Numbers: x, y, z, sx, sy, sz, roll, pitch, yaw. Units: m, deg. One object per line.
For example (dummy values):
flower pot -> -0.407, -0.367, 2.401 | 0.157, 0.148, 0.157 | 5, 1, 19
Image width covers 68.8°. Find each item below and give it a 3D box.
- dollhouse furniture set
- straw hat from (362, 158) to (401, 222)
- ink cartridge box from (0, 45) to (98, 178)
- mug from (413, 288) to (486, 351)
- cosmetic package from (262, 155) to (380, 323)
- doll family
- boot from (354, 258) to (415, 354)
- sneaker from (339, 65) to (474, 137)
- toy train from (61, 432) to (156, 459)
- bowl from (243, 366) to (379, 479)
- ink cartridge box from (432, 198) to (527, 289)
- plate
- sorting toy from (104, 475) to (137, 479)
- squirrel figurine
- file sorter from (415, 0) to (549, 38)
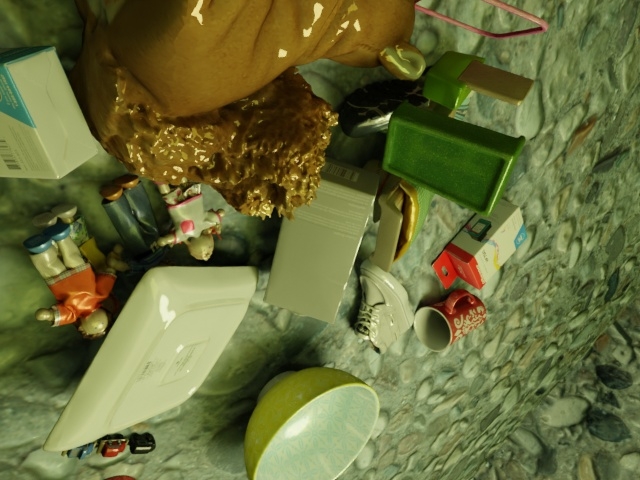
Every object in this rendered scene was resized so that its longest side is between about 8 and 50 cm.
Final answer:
dollhouse furniture set -> 0.190, -0.083, 0.686 | 0.197, 0.151, 0.302 | -50, 156, -35
straw hat -> 0.097, -0.108, 0.819 | 0.061, 0.144, 0.145 | 24, 102, -6
ink cartridge box -> -0.319, -0.118, 0.438 | 0.062, 0.181, 0.104 | -67, 156, -51
mug -> 0.341, 0.190, 1.162 | 0.169, 0.113, 0.150 | -13, 159, -38
cosmetic package -> 0.000, 0.000, 0.735 | 0.107, 0.127, 0.238 | -67, 176, -60
doll family -> -0.251, 0.012, 0.600 | 0.263, 0.118, 0.163 | -40, 131, -38
boot -> 0.118, 0.153, 0.976 | 0.123, 0.095, 0.258 | -49, 137, -14
sneaker -> 0.156, -0.202, 0.784 | 0.283, 0.110, 0.122 | -23, 132, -27
toy train -> -0.340, 0.335, 0.758 | 0.158, 0.036, 0.027 | 22, 101, -45
bowl -> -0.041, 0.354, 0.929 | 0.289, 0.156, 0.290 | -20, 126, -30
ink cartridge box -> 0.387, 0.023, 1.131 | 0.231, 0.078, 0.134 | -47, 135, -5
plate -> -0.208, 0.161, 0.668 | 0.277, 0.045, 0.278 | -57, 162, 8
sorting toy -> -0.447, 0.520, 0.724 | 0.365, 0.126, 0.127 | -16, 125, -33
squirrel figurine -> -0.058, -0.227, 0.523 | 0.370, 0.281, 0.397 | -13, 134, -46
file sorter -> 0.244, -0.432, 0.599 | 0.182, 0.202, 0.291 | 16, 108, -10
